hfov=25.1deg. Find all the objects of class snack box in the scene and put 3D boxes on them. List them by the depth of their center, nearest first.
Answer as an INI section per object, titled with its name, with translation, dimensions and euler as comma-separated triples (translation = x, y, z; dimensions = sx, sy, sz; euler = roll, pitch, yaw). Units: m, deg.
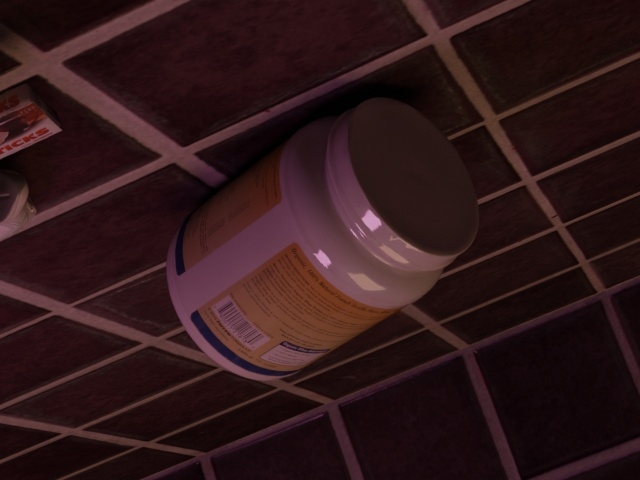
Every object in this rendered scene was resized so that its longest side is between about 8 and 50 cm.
[snack box]
translation = -0.303, -0.072, 1.167
dimensions = 0.178, 0.022, 0.064
euler = -24, 160, 4

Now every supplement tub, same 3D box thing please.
[supplement tub]
translation = 0.000, 0.000, 1.611
dimensions = 0.228, 0.228, 0.316
euler = -1, 155, -46

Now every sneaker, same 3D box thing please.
[sneaker]
translation = -0.318, -0.039, 1.462
dimensions = 0.061, 0.054, 0.152
euler = -20, 171, -31
